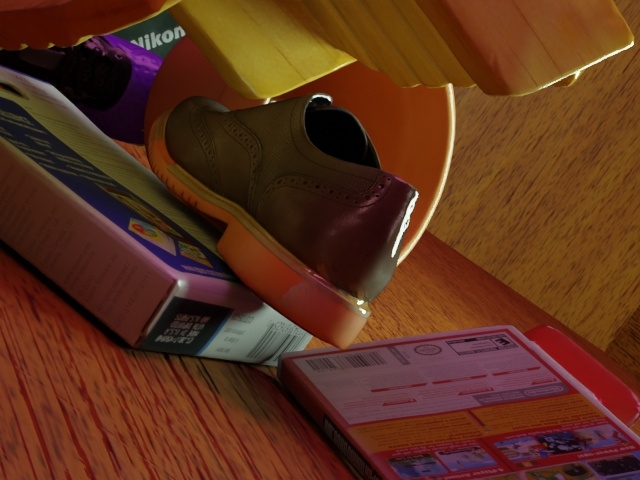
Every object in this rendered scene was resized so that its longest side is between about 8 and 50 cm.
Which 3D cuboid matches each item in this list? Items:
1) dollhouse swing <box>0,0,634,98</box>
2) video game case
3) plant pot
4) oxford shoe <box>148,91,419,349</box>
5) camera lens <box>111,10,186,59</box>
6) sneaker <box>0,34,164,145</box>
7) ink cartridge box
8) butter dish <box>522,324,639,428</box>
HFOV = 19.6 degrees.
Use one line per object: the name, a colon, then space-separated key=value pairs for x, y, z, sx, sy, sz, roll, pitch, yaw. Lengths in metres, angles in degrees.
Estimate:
dollhouse swing: x=-0.041 y=-0.138 z=1.308 sx=0.347 sy=0.305 sz=0.315 roll=5 pitch=-40 yaw=55
video game case: x=0.116 y=0.141 z=1.309 sx=0.204 sy=0.025 sz=0.285 roll=-5 pitch=26 yaw=-24
plant pot: x=-0.037 y=-0.106 z=1.827 sx=0.203 sy=0.291 sz=0.291 roll=19 pitch=-7 yaw=40
oxford shoe: x=-0.023 y=-0.048 z=1.360 sx=0.130 sy=0.133 sz=0.364 roll=33 pitch=7 yaw=-31
camera lens: x=-0.200 y=-0.253 z=2.178 sx=0.219 sy=0.219 sz=0.274 roll=35 pitch=6 yaw=-15
sneaker: x=-0.262 y=-0.179 z=1.863 sx=0.293 sy=0.102 sz=0.146 roll=29 pitch=6 yaw=0
ink cartridge box: x=-0.169 y=-0.027 z=1.328 sx=0.307 sy=0.072 sz=0.303 roll=36 pitch=7 yaw=18
butter dish: x=0.167 y=0.168 z=1.455 sx=0.160 sy=0.160 sz=0.118 roll=44 pitch=-15 yaw=54
